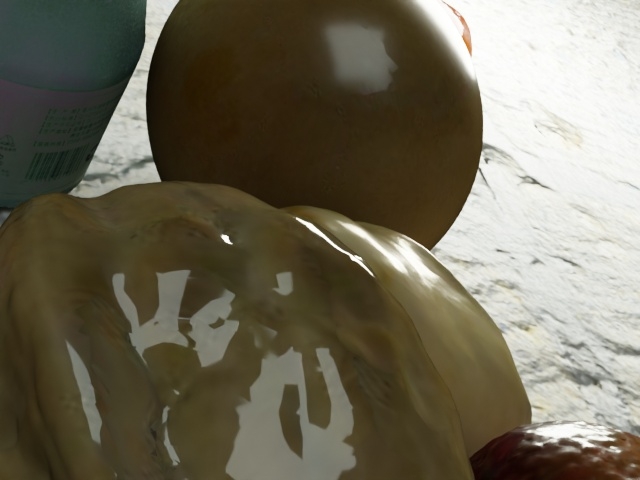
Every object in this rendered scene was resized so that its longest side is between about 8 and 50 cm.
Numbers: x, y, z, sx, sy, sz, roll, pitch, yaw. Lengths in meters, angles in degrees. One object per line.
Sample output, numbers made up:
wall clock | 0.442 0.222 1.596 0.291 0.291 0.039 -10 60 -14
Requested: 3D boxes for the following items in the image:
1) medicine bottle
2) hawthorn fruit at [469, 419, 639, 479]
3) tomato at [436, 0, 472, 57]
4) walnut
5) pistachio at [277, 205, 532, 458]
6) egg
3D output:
medicine bottle | -0.263 -0.210 1.186 0.245 0.290 0.245 22 32 -14
hawthorn fruit | 0.204 0.288 0.883 0.369 0.284 0.285 37 27 -23
tomato | 0.149 -0.291 1.862 0.155 0.069 0.156 22 31 -14
walnut | -0.097 0.141 0.772 0.381 0.381 0.381 21 32 -14
pistachio | 0.005 0.100 1.039 0.321 0.229 0.238 33 71 -6
egg | -0.010 -0.121 1.257 0.301 0.301 0.374 11 36 -29
